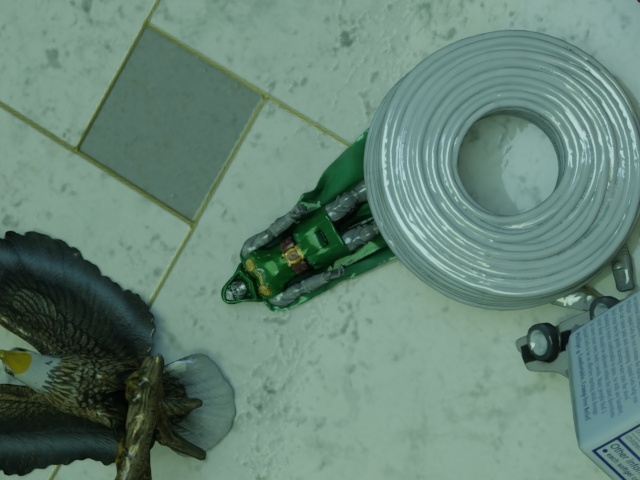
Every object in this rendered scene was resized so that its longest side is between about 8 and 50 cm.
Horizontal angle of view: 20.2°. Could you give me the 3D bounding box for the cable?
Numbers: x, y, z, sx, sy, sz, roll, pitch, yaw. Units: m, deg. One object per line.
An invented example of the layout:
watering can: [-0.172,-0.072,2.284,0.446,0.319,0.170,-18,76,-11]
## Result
cable: [0.169,-0.065,1.645,0.257,0.089,0.257,1,84,-3]

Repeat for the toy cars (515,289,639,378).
toy cars: [0.361,0.066,1.574,0.394,0.176,0.087,-18,79,15]

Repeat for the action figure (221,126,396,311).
action figure: [0.000,0.000,1.740,0.232,0.063,0.137,-33,85,17]

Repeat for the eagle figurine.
eagle figurine: [-0.255,0.134,1.767,0.298,0.225,0.226,18,51,43]

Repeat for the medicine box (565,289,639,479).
medicine box: [0.394,0.128,1.458,0.289,0.149,0.263,-35,118,24]

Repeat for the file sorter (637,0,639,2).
file sorter: [0.398,-0.185,1.555,0.182,0.202,0.290,-32,82,12]
